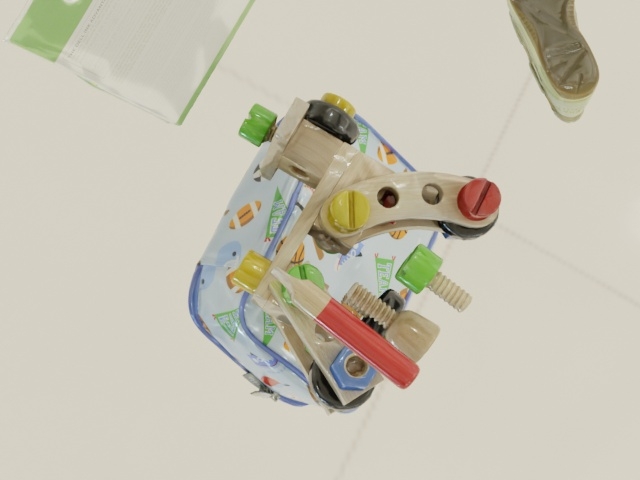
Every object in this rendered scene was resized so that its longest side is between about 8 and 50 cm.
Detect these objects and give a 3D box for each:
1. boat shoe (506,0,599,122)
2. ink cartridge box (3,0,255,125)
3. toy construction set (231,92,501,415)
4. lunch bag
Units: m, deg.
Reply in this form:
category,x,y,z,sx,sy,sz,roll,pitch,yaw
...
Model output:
category,x,y,z,sx,sy,sz,roll,pitch,yaw
boat shoe,0.176,-0.164,1.162,0.056,0.048,0.153,-13,63,-8
ink cartridge box,-0.136,-0.193,1.111,0.056,0.235,0.171,35,96,29
toy construction set,0.000,0.000,1.291,0.237,0.309,0.257,38,100,-3
lunch bag,0.001,0.029,1.601,0.243,0.115,0.303,43,64,-36
